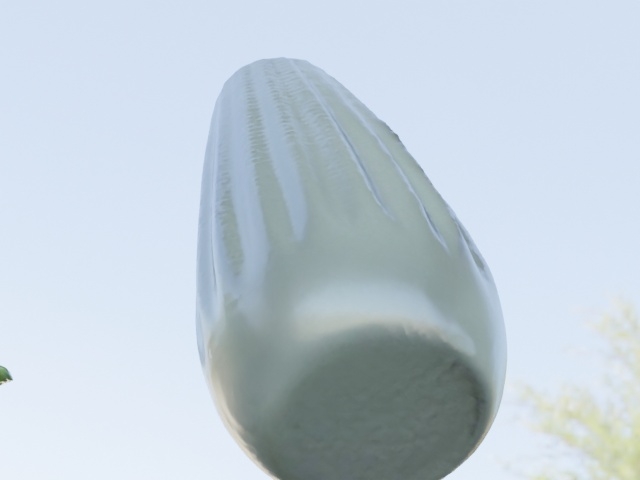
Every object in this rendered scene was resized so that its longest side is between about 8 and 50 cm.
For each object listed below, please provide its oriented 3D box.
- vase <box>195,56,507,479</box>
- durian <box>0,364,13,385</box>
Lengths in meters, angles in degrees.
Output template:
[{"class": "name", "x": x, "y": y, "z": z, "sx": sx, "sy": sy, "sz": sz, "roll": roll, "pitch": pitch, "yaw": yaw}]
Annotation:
[{"class": "vase", "x": 0.000, "y": 0.000, "z": 0.668, "sx": 0.128, "sy": 0.248, "sz": 0.128, "roll": -6, "pitch": -54, "yaw": -9}, {"class": "durian", "x": -0.432, "y": 0.109, "z": 1.467, "sx": 0.250, "sy": 0.101, "sz": 0.139, "roll": 21, "pitch": -8, "yaw": -13}]
